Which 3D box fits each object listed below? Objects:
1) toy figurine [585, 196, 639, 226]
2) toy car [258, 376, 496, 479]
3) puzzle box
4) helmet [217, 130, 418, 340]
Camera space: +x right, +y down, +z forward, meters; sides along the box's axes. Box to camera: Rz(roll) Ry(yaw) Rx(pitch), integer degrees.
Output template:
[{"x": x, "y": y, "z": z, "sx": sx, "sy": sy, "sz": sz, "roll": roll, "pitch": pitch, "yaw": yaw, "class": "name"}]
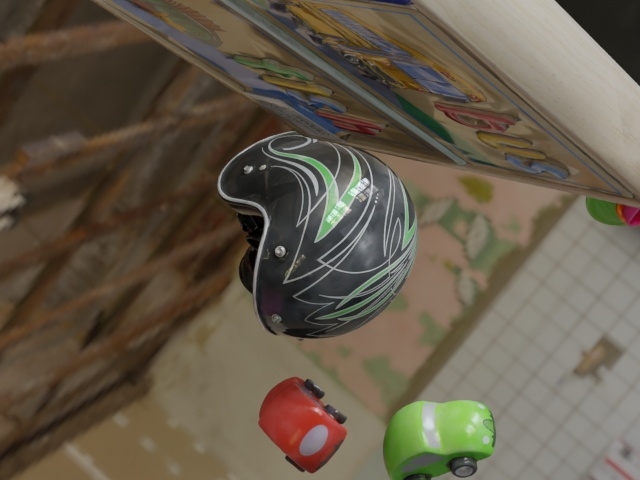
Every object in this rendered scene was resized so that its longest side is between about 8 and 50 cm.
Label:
[{"x": 0.344, "y": 0.006, "z": 1.362, "sx": 0.173, "sy": 0.159, "sz": 0.130, "roll": -2, "pitch": -36, "yaw": -25, "class": "toy figurine"}, {"x": 0.035, "y": 0.178, "z": 1.237, "sx": 0.225, "sy": 0.053, "sz": 0.239, "roll": -26, "pitch": 46, "yaw": 26, "class": "toy car"}, {"x": 0.003, "y": -0.118, "z": 0.812, "sx": 0.409, "sy": 0.272, "sz": 0.052, "roll": 27, "pitch": -101, "yaw": -55, "class": "puzzle box"}, {"x": 0.000, "y": 0.000, "z": 1.273, "sx": 0.169, "sy": 0.161, "sz": 0.169, "roll": -22, "pitch": -45, "yaw": -24, "class": "helmet"}]
